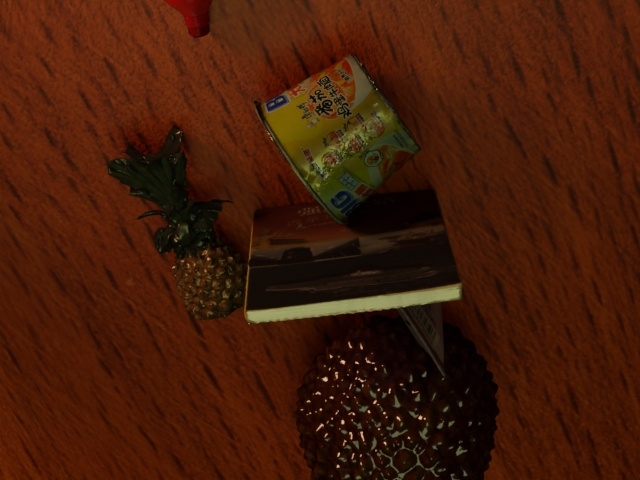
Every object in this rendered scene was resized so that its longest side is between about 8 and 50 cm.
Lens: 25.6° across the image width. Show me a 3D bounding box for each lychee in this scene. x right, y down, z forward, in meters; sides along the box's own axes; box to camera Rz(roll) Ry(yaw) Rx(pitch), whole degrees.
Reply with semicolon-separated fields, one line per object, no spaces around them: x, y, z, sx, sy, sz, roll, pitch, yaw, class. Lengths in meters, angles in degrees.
0.111;0.257;2.025;0.306;0.330;0.306;-9;148;-6;lychee

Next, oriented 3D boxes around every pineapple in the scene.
-0.192;-0.022;1.962;0.130;0.119;0.277;8;130;46;pineapple

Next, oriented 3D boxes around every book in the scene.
0.037;0.013;1.833;0.262;0.374;0.028;-8;110;2;book

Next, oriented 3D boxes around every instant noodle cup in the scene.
0.029;-0.143;1.861;0.153;0.205;0.205;-35;115;5;instant noodle cup

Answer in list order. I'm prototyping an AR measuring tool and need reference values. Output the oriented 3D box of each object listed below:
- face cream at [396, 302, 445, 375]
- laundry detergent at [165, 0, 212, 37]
0.119;0.056;1.915;0.096;0.274;0.154;-25;118;11;face cream
-0.178;-0.340;1.816;0.097;0.049;0.165;-4;120;8;laundry detergent
